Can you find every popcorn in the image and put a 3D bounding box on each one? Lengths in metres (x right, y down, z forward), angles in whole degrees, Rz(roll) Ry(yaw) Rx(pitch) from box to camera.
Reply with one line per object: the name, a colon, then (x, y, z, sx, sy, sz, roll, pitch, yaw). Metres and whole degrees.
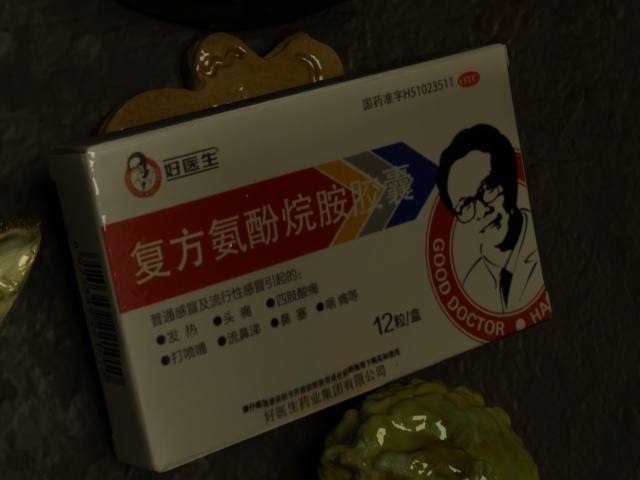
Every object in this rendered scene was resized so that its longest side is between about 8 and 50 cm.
popcorn: (0.074, 0.184, 1.064, 0.173, 0.142, 0.174, 33, 46, -42)

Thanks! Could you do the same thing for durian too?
durian: (-0.218, 0.029, 0.959, 0.066, 0.052, 0.130, 38, 62, -22)

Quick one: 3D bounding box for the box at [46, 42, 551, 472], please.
box: (0.000, 0.000, 1.057, 0.353, 0.069, 0.214, -18, 102, -34)

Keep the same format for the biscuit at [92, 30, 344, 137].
biscuit: (-0.064, -0.054, 1.080, 0.248, 0.035, 0.184, -25, 93, -32)

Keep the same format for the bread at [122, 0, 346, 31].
bread: (-0.061, -0.336, 1.084, 0.366, 0.129, 0.382, -44, 104, -30)
